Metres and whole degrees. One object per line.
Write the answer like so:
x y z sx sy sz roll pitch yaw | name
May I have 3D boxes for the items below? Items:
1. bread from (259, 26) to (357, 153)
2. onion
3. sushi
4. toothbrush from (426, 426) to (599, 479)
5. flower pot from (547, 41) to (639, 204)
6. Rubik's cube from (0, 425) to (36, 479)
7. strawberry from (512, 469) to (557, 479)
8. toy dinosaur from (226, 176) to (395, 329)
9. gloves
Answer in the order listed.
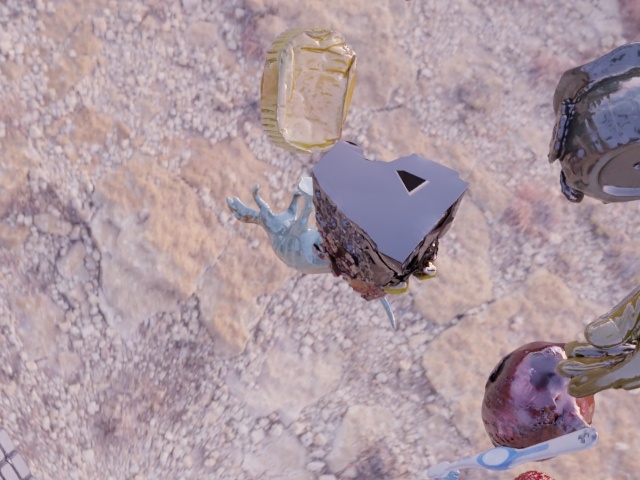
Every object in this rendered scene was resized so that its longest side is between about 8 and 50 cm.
-0.029 -0.297 1.748 0.179 0.133 0.250 -1 98 -30 | bread
0.434 0.318 1.696 0.252 0.252 0.219 -33 39 -23 | onion
0.070 -0.010 1.081 0.172 0.150 0.153 27 57 26 | sushi
0.273 0.324 1.327 0.040 0.386 0.040 11 63 -24 | toothbrush
0.573 -0.207 1.689 0.302 0.301 0.213 5 58 -11 | flower pot
-0.528 0.438 1.252 0.237 0.238 0.236 -28 95 3 | Rubik's cube
0.331 0.403 1.361 0.106 0.106 0.106 5 68 -12 | strawberry
0.000 0.000 1.479 0.393 0.205 0.092 41 43 15 | toy dinosaur
0.485 0.116 1.257 0.331 0.154 0.141 -45 77 4 | gloves
